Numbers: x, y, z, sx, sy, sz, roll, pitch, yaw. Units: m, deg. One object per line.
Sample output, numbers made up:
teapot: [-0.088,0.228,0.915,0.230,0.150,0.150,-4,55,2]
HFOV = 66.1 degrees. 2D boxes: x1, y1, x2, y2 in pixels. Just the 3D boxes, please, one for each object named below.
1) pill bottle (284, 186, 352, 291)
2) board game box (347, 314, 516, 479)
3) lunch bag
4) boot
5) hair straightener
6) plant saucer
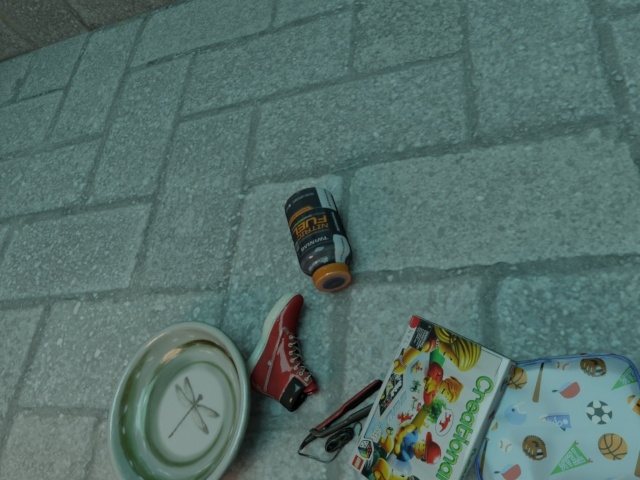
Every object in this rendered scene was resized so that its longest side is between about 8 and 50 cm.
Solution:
pill bottle: [0.000,0.000,1.191,0.130,0.130,0.245,-25,57,11]
board game box: [0.192,0.310,0.872,0.193,0.053,0.305,22,86,39]
lunch bag: [0.398,0.325,0.831,0.303,0.115,0.243,-16,64,26]
boot: [-0.055,0.249,1.113,0.176,0.088,0.244,19,81,31]
hair straightener: [0.053,0.385,1.009,0.230,0.047,0.089,-36,55,4]
plant saucer: [-0.310,0.391,1.131,0.401,0.100,0.400,-12,61,24]
